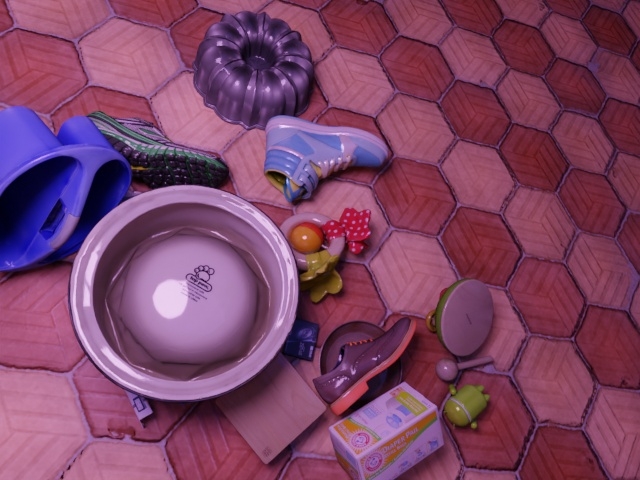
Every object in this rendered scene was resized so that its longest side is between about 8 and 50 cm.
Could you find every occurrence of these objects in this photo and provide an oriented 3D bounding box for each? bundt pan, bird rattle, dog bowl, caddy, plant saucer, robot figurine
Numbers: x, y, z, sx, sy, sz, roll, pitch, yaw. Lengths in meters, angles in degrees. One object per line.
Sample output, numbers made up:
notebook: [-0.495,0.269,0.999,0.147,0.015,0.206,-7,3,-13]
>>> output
bundt pan: [-0.165,-0.459,1.183,0.330,0.124,0.331,5,69,-13]
bird rattle: [0.000,0.000,1.065,0.206,0.143,0.254,24,62,12]
dog bowl: [-0.253,0.105,0.893,0.407,0.150,0.409,6,68,-14]
caddy: [-0.505,-0.077,0.841,0.179,0.341,0.241,53,26,14]
plant saucer: [0.088,0.281,1.031,0.198,0.036,0.199,5,70,-14]
robot figurine: [0.334,0.379,1.049,0.115,0.067,0.101,-30,86,-23]

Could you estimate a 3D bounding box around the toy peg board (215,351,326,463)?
toy peg board: [-0.100,0.335,0.947,0.160,0.079,0.161,-40,84,-9]

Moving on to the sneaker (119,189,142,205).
sneaker: [-0.353,-0.055,1.017,0.190,0.071,0.083,6,75,-5]

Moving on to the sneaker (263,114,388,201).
sneaker: [0.007,-0.177,1.131,0.318,0.127,0.209,9,66,-2]

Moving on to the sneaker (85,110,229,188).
sneaker: [-0.372,-0.209,1.027,0.343,0.134,0.147,16,52,-17]

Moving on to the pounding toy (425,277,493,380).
pounding toy: [0.320,0.200,1.108,0.182,0.110,0.237,-13,104,-31]

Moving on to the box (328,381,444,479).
box: [0.136,0.404,0.940,0.203,0.114,0.103,-23,111,-21]

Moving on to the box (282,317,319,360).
box: [-0.044,0.221,1.024,0.067,0.018,0.083,17,66,-9]

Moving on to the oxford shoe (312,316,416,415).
oxford shoe: [0.101,0.243,0.979,0.271,0.097,0.098,-39,79,-25]

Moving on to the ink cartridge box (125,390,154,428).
ink cartridge box: [-0.347,0.319,0.884,0.028,0.048,0.083,-26,80,-22]
